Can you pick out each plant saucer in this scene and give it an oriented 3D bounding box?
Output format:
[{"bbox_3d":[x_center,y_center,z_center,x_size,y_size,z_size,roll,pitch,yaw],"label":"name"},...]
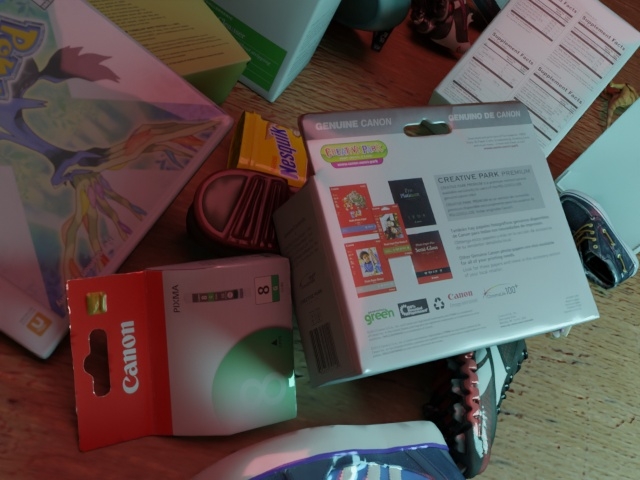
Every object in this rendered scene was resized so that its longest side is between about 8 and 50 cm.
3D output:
[{"bbox_3d":[0.015,-0.468,1.141,0.317,0.317,0.044,41,79,6],"label":"plant saucer"}]

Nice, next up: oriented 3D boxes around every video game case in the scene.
[{"bbox_3d":[-0.306,-0.096,0.718,0.300,0.036,0.329,38,76,-8],"label":"video game case"}]

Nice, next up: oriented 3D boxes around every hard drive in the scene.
[{"bbox_3d":[0.356,-0.506,1.463,0.135,0.022,0.094,42,40,-34],"label":"hard drive"}]

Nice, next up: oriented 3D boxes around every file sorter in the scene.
[{"bbox_3d":[0.596,-0.152,1.198,0.193,0.278,0.173,45,44,9],"label":"file sorter"}]

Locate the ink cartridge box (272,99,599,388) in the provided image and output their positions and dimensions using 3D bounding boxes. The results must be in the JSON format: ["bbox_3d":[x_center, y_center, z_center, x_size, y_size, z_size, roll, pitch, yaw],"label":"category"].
[{"bbox_3d":[0.119,-0.004,0.770,0.309,0.130,0.272,-7,76,-25],"label":"ink cartridge box"}]

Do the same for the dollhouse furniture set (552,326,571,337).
[{"bbox_3d":[0.345,0.098,1.057,0.114,0.091,0.081,27,87,23],"label":"dollhouse furniture set"}]

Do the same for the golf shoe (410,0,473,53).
[{"bbox_3d":[0.252,-0.488,1.405,0.120,0.105,0.273,34,47,-28],"label":"golf shoe"}]

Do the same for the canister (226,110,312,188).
[{"bbox_3d":[-0.041,-0.102,0.964,0.169,0.073,0.126,16,51,-18],"label":"canister"}]

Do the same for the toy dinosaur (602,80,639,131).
[{"bbox_3d":[0.653,-0.311,1.485,0.211,0.064,0.112,-22,70,-37],"label":"toy dinosaur"}]

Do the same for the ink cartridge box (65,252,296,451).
[{"bbox_3d":[-0.134,0.115,0.702,0.224,0.056,0.181,-7,99,-33],"label":"ink cartridge box"}]

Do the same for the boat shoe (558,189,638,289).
[{"bbox_3d":[0.455,-0.005,1.151,0.083,0.065,0.183,-24,70,-39],"label":"boat shoe"}]

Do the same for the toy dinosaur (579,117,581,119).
[{"bbox_3d":[0.491,-0.346,1.430,0.118,0.064,0.268,33,46,-21],"label":"toy dinosaur"}]

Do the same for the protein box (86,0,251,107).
[{"bbox_3d":[-0.244,-0.251,0.901,0.201,0.136,0.199,51,42,7],"label":"protein box"}]

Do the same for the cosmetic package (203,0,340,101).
[{"bbox_3d":[-0.053,-0.414,0.993,0.197,0.366,0.155,33,48,0],"label":"cosmetic package"}]

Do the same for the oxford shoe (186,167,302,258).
[{"bbox_3d":[0.000,0.000,0.865,0.348,0.130,0.123,19,69,-18],"label":"oxford shoe"}]

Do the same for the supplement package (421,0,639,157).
[{"bbox_3d":[0.328,-0.255,1.104,0.198,0.199,0.263,40,88,5],"label":"supplement package"}]

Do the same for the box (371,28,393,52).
[{"bbox_3d":[0.120,-0.403,1.276,0.018,0.067,0.083,21,50,-14],"label":"box"}]

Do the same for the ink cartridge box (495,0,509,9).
[{"bbox_3d":[0.403,-0.622,1.569,0.217,0.092,0.159,33,48,-4],"label":"ink cartridge box"}]

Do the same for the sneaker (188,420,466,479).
[{"bbox_3d":[0.040,0.311,0.656,0.322,0.130,0.236,2,51,-33],"label":"sneaker"}]

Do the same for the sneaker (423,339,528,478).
[{"bbox_3d":[0.204,0.170,0.869,0.135,0.098,0.276,17,49,-13],"label":"sneaker"}]
